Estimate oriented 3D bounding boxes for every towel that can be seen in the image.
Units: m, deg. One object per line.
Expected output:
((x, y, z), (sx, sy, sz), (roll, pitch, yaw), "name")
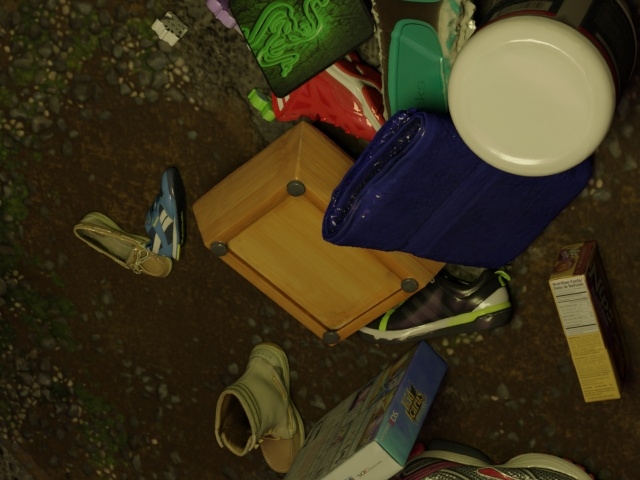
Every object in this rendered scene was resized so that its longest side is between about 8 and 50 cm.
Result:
((0.171, -0.066, 1.910), (0.308, 0.076, 0.227), (11, 135, -37), "towel")

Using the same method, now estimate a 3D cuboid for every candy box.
((0.359, 0.107, 1.999), (0.053, 0.109, 0.186), (-10, 111, 23), "candy box")

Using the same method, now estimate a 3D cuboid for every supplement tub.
((0.269, -0.208, 1.779), (0.191, 0.272, 0.191), (8, 118, 16), "supplement tub")

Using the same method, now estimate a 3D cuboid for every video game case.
((0.050, 0.284, 2.104), (0.061, 0.269, 0.244), (44, 121, -6), "video game case")

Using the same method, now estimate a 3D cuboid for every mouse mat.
((-0.026, -0.284, 1.907), (0.190, 0.007, 0.152), (-30, 85, 39), "mouse mat")

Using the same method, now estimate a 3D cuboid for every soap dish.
((0.000, 0.000, 2.026), (0.291, 0.118, 0.229), (40, 127, -21), "soap dish")

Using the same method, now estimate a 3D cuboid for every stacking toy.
((-0.098, -0.280, 2.005), (0.221, 0.052, 0.167), (41, 122, -4), "stacking toy")

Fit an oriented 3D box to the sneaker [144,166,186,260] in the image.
((-0.226, -0.038, 2.167), (0.059, 0.053, 0.144), (8, 116, 9), "sneaker")

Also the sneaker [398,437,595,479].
((0.259, 0.375, 2.167), (0.299, 0.112, 0.120), (5, 117, 17), "sneaker")

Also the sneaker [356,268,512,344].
((0.158, 0.085, 2.093), (0.235, 0.084, 0.097), (-11, 90, 22), "sneaker")

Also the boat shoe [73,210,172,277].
((-0.291, 0.013, 2.220), (0.153, 0.048, 0.056), (34, 122, 1), "boat shoe")

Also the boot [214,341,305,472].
((-0.090, 0.277, 2.210), (0.077, 0.165, 0.213), (0, 113, 21), "boot")

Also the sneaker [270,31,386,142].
((0.022, -0.175, 1.993), (0.128, 0.087, 0.221), (-31, 106, 33), "sneaker")

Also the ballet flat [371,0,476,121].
((0.132, -0.303, 1.859), (0.147, 0.147, 0.409), (9, 125, 15), "ballet flat")
